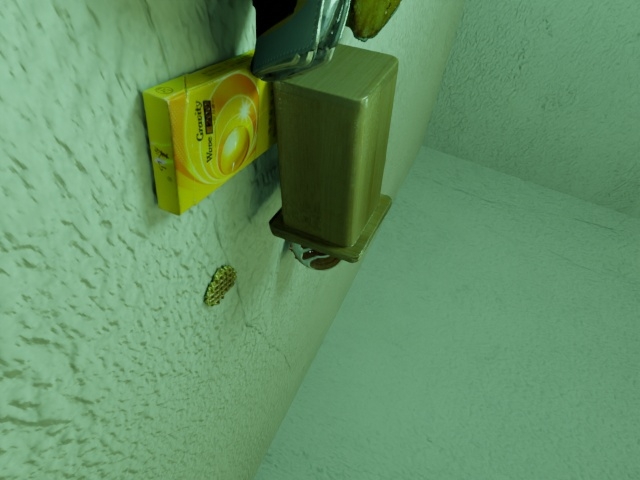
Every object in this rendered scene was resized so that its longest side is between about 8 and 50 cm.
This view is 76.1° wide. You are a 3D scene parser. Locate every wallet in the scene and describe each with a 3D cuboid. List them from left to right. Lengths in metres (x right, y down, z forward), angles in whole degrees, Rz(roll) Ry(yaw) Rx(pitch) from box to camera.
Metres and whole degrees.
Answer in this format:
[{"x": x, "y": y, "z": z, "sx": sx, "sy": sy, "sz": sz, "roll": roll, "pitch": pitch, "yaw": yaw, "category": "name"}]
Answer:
[{"x": -0.021, "y": -0.302, "z": 0.456, "sx": 0.069, "sy": 0.170, "sz": 0.231, "roll": 5, "pitch": 98, "yaw": -37, "category": "wallet"}]

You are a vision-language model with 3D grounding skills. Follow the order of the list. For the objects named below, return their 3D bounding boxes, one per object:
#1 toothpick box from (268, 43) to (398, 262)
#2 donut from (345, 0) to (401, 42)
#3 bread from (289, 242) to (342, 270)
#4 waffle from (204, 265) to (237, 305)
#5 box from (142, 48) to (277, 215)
[{"x": 0.023, "y": -0.145, "z": 0.694, "sx": 0.187, "sy": 0.190, "sz": 0.308, "roll": -54, "pitch": 156, "yaw": -36, "category": "toothpick box"}, {"x": 0.093, "y": -0.483, "z": 0.675, "sx": 0.272, "sy": 0.107, "sz": 0.272, "roll": -52, "pitch": 169, "yaw": -14, "category": "donut"}, {"x": 0.000, "y": 0.000, "z": 1.044, "sx": 0.073, "sy": 0.160, "sz": 0.160, "roll": -68, "pitch": 177, "yaw": -73, "category": "bread"}, {"x": -0.187, "y": 0.085, "z": 0.766, "sx": 0.085, "sy": 0.016, "sz": 0.078, "roll": -63, "pitch": 162, "yaw": -19, "category": "waffle"}, {"x": -0.122, "y": -0.163, "z": 0.556, "sx": 0.269, "sy": 0.043, "sz": 0.152, "roll": -54, "pitch": 160, "yaw": -46, "category": "box"}]
